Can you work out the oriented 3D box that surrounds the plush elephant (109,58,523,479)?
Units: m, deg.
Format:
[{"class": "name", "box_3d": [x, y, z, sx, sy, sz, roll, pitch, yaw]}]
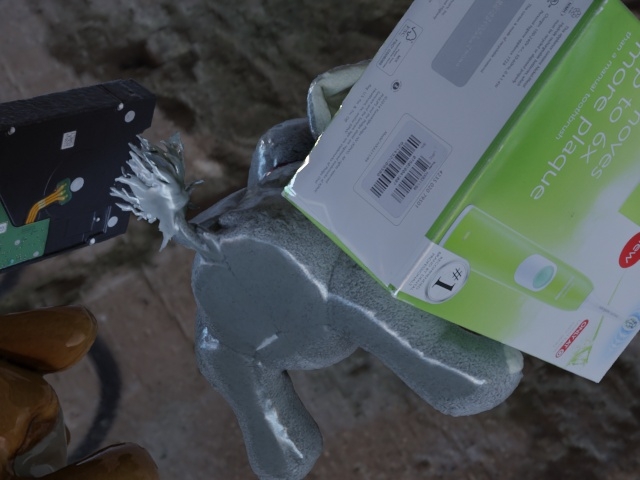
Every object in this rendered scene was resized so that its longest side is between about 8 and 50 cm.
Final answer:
[{"class": "plush elephant", "box_3d": [0.000, 0.000, 1.006, 0.330, 0.255, 0.272, 48, 127, -7]}]

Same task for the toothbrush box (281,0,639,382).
[{"class": "toothbrush box", "box_3d": [0.146, -0.043, 0.779, 0.122, 0.206, 0.283, 43, -169, 38]}]

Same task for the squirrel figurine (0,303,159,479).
[{"class": "squirrel figurine", "box_3d": [-0.322, 0.291, 0.997, 0.281, 0.397, 0.370, -54, 50, 48]}]

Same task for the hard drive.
[{"class": "hard drive", "box_3d": [-0.377, -0.077, 1.553, 0.064, 0.339, 0.237, 35, 125, 26]}]
